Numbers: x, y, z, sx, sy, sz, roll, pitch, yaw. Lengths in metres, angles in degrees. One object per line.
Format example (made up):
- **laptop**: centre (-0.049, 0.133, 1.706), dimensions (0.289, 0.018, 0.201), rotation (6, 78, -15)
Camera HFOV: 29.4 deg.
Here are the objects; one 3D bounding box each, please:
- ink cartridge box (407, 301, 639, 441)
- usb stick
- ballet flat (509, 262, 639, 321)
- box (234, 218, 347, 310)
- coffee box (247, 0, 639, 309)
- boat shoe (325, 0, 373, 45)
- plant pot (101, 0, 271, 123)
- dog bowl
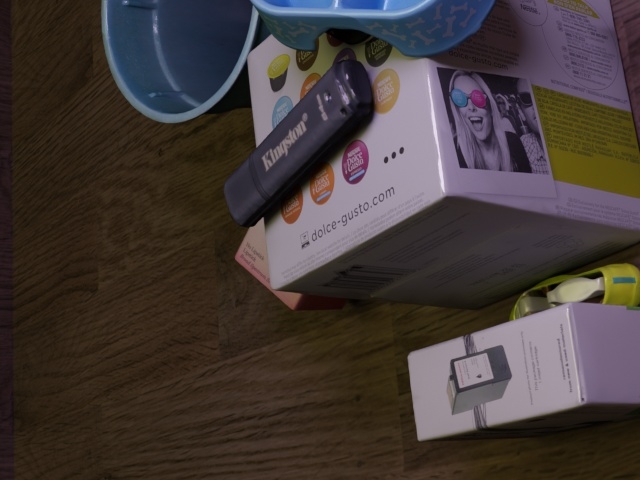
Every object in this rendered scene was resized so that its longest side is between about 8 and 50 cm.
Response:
- **ink cartridge box**: centre (0.263, 0.158, 1.408), dimensions (0.273, 0.198, 0.114), rotation (-25, 65, 51)
- **usb stick**: centre (-0.031, -0.107, 1.413), dimensions (0.278, 0.045, 0.077), rotation (-42, 51, 45)
- **ballet flat**: centre (0.291, 0.076, 1.487), dimensions (0.231, 0.077, 0.077), rotation (-27, 66, 51)
- **box**: centre (0.000, -0.028, 1.834), dimensions (0.149, 0.127, 0.232), rotation (39, 112, 32)
- **coffee box**: centre (0.148, -0.127, 1.498), dimensions (0.338, 0.338, 0.334), rotation (-29, 61, 49)
- **boat shoe**: centre (0.017, -0.252, 1.378), dimensions (0.133, 0.042, 0.048), rotation (32, 106, 51)
- **plant pot**: centre (-0.087, -0.335, 1.796), dimensions (0.341, 0.334, 0.341), rotation (2, 93, 43)
- **dog bowl**: centre (0.044, -0.288, 1.298), dimensions (0.297, 0.074, 0.165), rotation (8, 80, 32)
